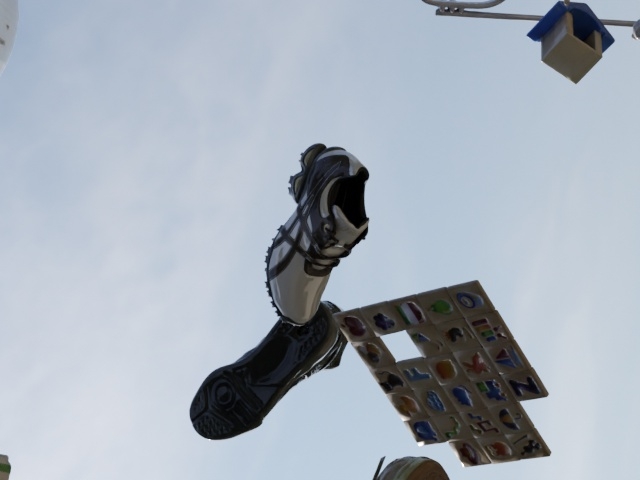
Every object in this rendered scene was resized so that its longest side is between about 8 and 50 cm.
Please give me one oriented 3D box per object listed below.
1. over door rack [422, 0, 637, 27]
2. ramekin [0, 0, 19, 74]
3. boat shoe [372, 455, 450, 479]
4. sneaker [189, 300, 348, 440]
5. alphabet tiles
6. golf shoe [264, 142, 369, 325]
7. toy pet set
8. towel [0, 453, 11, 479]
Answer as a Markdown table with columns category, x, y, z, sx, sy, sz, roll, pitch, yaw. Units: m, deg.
| category | x | y | z | sx | sy | sz | roll | pitch | yaw |
| --- | --- | --- | --- | --- | --- | --- | --- | --- | --- |
| over door rack | 0.238 | -0.249 | 1.372 | 0.239 | 0.324 | 0.108 | -96 | 20 | -73 |
| ramekin | -0.440 | -0.239 | 1.431 | 0.135 | 0.277 | 0.277 | 38 | -123 | -83 |
| boat shoe | 0.060 | 0.293 | 1.301 | 0.104 | 0.089 | 0.285 | -35 | -39 | -35 |
| sneaker | -0.049 | 0.154 | 1.674 | 0.227 | 0.087 | 0.130 | -45 | -19 | 15 |
| alphabet tiles | 0.147 | 0.153 | 1.542 | 0.237 | 0.198 | 0.009 | 56 | -137 | -20 |
| golf shoe | 0.000 | 0.000 | 1.489 | 0.077 | 0.094 | 0.198 | 4 | -80 | -37 |
| toy pet set | 0.236 | -0.184 | 1.167 | 0.122 | 0.114 | 0.065 | 31 | -143 | -16 |
| towel | -0.408 | 0.366 | 1.448 | 0.248 | 0.038 | 0.325 | 35 | -126 | -63 |
